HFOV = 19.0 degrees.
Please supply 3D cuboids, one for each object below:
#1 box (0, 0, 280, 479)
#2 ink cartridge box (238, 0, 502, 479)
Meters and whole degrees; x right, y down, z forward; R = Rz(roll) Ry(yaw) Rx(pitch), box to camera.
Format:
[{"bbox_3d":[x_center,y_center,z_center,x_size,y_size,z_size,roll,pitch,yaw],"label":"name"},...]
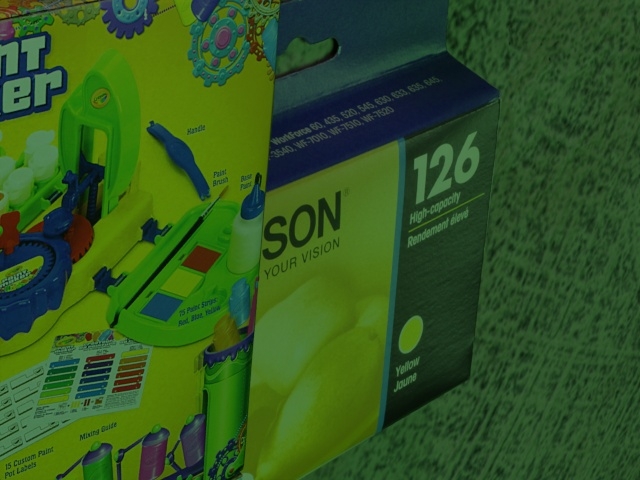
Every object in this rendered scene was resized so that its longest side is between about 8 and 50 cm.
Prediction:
[{"bbox_3d":[-0.183,0.002,0.885,0.290,0.177,0.279,-19,123,-45],"label":"box"},{"bbox_3d":[0.000,0.000,1.213,0.303,0.072,0.307,-24,129,-43],"label":"ink cartridge box"}]
